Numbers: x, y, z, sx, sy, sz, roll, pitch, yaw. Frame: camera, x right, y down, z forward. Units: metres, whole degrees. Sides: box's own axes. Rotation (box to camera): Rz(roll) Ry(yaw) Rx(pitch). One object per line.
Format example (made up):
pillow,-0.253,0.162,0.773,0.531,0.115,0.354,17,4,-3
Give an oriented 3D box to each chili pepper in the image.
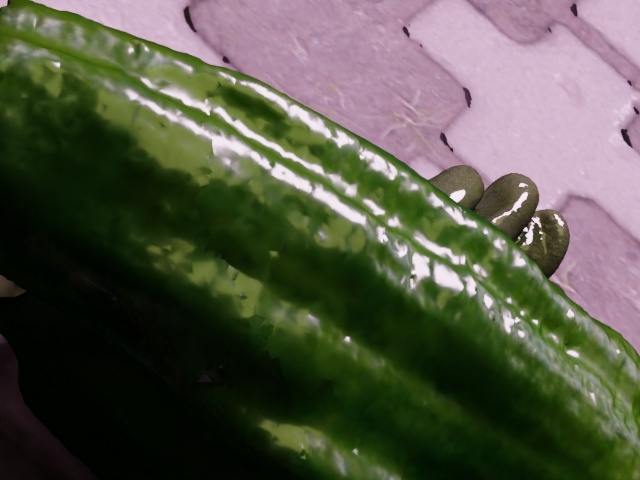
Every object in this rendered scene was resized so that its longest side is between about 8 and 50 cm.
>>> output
chili pepper,-0.015,0.066,0.812,0.385,0.213,0.167,36,32,-20

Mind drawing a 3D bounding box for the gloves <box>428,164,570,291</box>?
gloves,-0.005,0.013,0.953,0.268,0.135,0.107,5,83,-15
